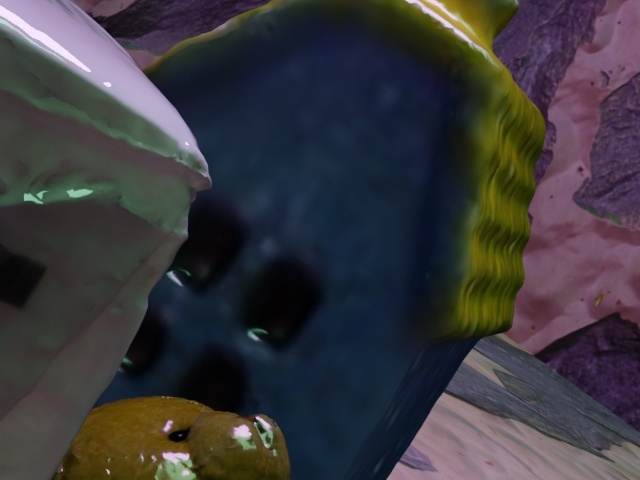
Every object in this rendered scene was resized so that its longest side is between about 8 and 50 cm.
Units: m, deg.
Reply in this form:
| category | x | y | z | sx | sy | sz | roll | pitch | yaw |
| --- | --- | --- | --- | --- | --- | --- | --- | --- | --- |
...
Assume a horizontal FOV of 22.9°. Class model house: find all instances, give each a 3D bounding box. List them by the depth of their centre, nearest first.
| category | x | y | z | sx | sy | sz | roll | pitch | yaw |
| --- | --- | --- | --- | --- | --- | --- | --- | --- | --- |
| model house | 0.000 | 0.000 | 0.798 | 0.215 | 0.303 | 0.237 | 42 | 7 | 11 |

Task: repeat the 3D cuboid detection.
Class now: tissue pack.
| category | x | y | z | sx | sy | sz | roll | pitch | yaw |
| --- | --- | --- | --- | --- | --- | --- | --- | --- | --- |
| tissue pack | -0.226 | -0.063 | 0.530 | 0.266 | 0.194 | 0.356 | 28 | 7 | -31 |

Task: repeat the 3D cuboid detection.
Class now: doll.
| category | x | y | z | sx | sy | sz | roll | pitch | yaw |
| --- | --- | --- | --- | --- | --- | --- | --- | --- | --- |
| doll | -0.025 | 0.128 | 0.586 | 0.209 | 0.097 | 0.137 | 44 | 5 | 30 |
